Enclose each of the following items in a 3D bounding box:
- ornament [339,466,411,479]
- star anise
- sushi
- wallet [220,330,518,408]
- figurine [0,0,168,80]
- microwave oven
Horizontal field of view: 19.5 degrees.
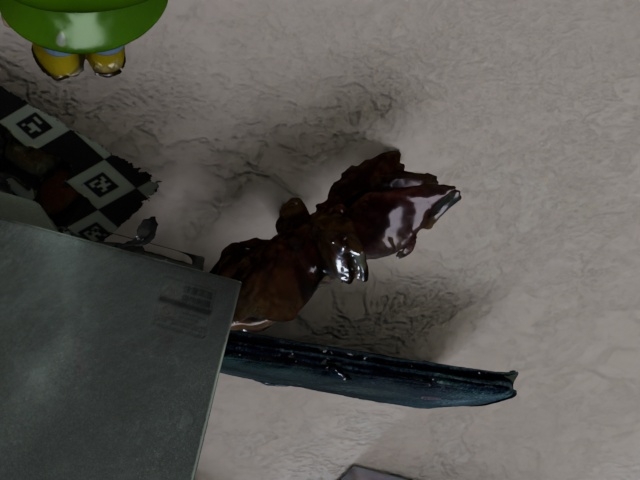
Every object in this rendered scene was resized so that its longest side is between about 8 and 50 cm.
[{"bbox_3d":[0.089,0.433,2.071,0.240,0.239,0.239,18,130,-30],"label":"ornament"},{"bbox_3d":[0.001,0.000,1.588,0.288,0.288,0.088,-25,100,12],"label":"star anise"},{"bbox_3d":[-0.290,-0.074,1.563,0.279,0.043,0.192,29,127,-29],"label":"sushi"},{"bbox_3d":[-0.012,0.117,1.779,0.379,0.046,0.191,13,171,-27],"label":"wallet"},{"bbox_3d":[-0.176,-0.216,1.383,0.162,0.143,0.263,0,147,-7],"label":"figurine"},{"bbox_3d":[-0.326,0.116,1.458,0.432,0.374,0.236,17,173,-22],"label":"microwave oven"}]
